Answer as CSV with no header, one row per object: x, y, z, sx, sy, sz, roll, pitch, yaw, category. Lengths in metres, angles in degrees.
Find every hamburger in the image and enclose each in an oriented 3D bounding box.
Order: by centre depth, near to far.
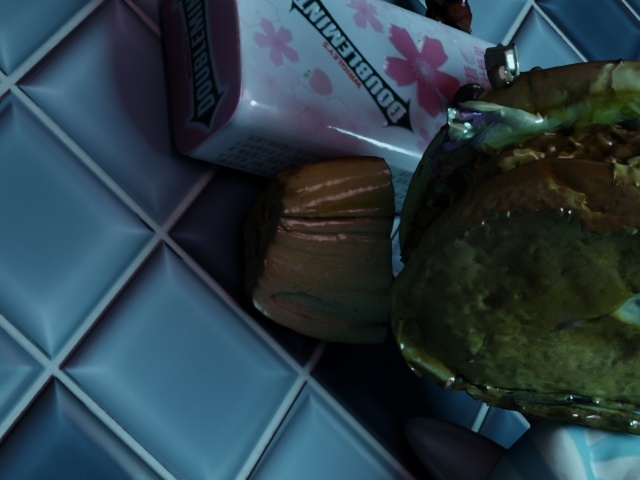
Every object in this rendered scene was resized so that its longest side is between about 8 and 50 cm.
0.219,0.006,1.097,0.318,0.276,0.195,15,45,3,hamburger

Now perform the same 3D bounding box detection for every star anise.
0.088,-0.250,1.443,0.144,0.158,0.140,-7,55,-9,star anise

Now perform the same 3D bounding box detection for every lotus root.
-0.002,0.000,1.195,0.135,0.095,0.159,7,100,-28,lotus root

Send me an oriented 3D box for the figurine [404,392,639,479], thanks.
0.205,0.278,1.136,0.378,0.266,0.361,28,26,22,figurine

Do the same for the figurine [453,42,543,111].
0.186,-0.121,1.248,0.197,0.147,0.093,23,70,-69,figurine

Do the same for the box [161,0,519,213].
0.040,-0.129,1.289,0.370,0.112,0.190,12,59,-37,box
